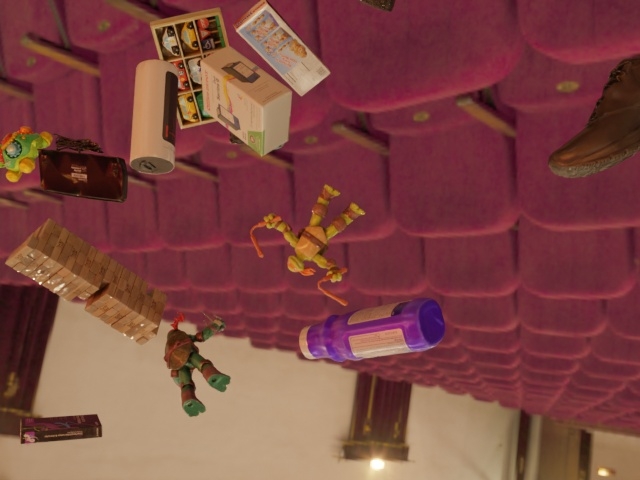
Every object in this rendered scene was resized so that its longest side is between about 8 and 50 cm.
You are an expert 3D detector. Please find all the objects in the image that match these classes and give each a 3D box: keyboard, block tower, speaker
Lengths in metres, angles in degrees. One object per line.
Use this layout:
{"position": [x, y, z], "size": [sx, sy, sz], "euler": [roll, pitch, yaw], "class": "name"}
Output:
{"position": [-0.377, -0.119, 1.208], "size": [0.192, 0.100, 0.038], "euler": [9, -164, 28], "class": "keyboard"}
{"position": [-0.475, 0.087, 1.570], "size": [0.091, 0.097, 0.335], "euler": [-32, 124, 33], "class": "block tower"}
{"position": [-0.206, -0.153, 0.932], "size": [0.055, 0.136, 0.055], "euler": [-1, 161, 0], "class": "speaker"}

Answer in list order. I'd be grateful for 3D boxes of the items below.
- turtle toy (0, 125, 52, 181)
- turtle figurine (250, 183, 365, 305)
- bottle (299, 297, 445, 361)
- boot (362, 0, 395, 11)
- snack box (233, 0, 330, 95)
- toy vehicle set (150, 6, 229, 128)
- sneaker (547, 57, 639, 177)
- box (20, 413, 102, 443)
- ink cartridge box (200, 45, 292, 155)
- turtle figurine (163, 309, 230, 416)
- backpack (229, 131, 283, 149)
{"position": [-0.555, -0.161, 1.364], "size": [0.130, 0.095, 0.066], "euler": [-20, 129, 37], "class": "turtle toy"}
{"position": [0.000, 0.000, 1.642], "size": [0.269, 0.217, 0.087], "euler": [38, 180, 12], "class": "turtle figurine"}
{"position": [0.089, 0.175, 1.416], "size": [0.283, 0.092, 0.118], "euler": [-15, -179, 33], "class": "bottle"}
{"position": [0.046, -0.642, 1.562], "size": [0.338, 0.222, 0.118], "euler": [18, -163, -18], "class": "boot"}
{"position": [-0.058, -0.302, 1.187], "size": [0.064, 0.022, 0.178], "euler": [-36, 139, 15], "class": "snack box"}
{"position": [-0.291, -0.411, 1.802], "size": [0.166, 0.267, 0.035], "euler": [-15, -145, -5], "class": "toy vehicle set"}
{"position": [0.443, -0.190, 1.086], "size": [0.286, 0.130, 0.109], "euler": [-30, 174, -8], "class": "sneaker"}
{"position": [-0.553, 0.400, 1.596], "size": [0.162, 0.029, 0.116], "euler": [2, 180, -22], "class": "box"}
{"position": [-0.172, -0.319, 1.708], "size": [0.212, 0.093, 0.154], "euler": [41, 149, 24], "class": "ink cartridge box"}
{"position": [-0.274, 0.250, 1.583], "size": [0.118, 0.175, 0.234], "euler": [18, -158, -34], "class": "turtle figurine"}
{"position": [-0.173, -0.350, 2.195], "size": [0.173, 0.158, 0.117], "euler": [12, 142, -20], "class": "backpack"}
